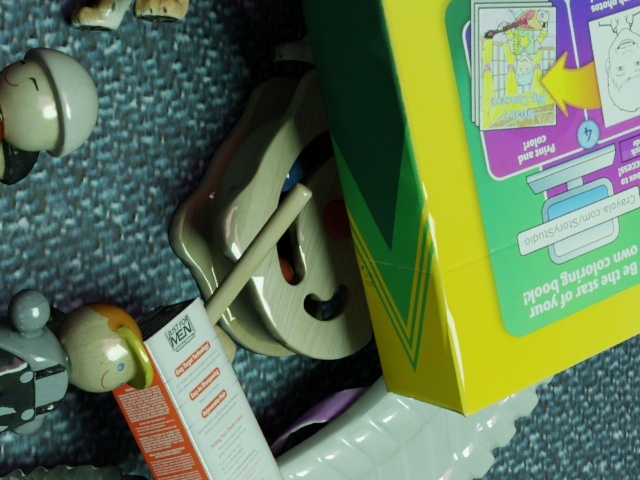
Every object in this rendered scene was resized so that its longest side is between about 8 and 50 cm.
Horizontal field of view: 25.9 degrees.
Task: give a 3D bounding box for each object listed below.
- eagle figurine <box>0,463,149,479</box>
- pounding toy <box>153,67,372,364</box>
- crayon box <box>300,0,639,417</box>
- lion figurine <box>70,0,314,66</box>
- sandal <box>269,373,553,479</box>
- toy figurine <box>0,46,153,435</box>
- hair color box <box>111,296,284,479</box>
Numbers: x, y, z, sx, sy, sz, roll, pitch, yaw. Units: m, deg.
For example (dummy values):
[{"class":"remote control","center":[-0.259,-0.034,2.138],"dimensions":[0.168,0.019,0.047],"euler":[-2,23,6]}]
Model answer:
[{"class":"eagle figurine","center":[-0.205,0.279,0.806],"dimensions":[0.225,0.226,0.298],"euler":[50,23,13]},{"class":"pounding toy","center":[0.000,0.000,0.987],"dimensions":[0.154,0.155,0.269],"euler":[41,66,-27]},{"class":"crayon box","center":[0.182,-0.092,0.967],"dimensions":[0.363,0.106,0.313],"euler":[-20,107,-29]},{"class":"lion figurine","center":[-0.046,-0.254,0.968],"dimensions":[0.392,0.142,0.240],"euler":[7,86,-39]},{"class":"sandal","center":[0.020,0.172,1.036],"dimensions":[0.416,0.102,0.169],"euler":[-38,127,-20]},{"class":"toy figurine","center":[-0.194,0.007,0.785],"dimensions":[0.148,0.213,0.209],"euler":[-17,91,-27]},{"class":"hair color box","center":[-0.079,0.115,0.876],"dimensions":[0.072,0.043,0.141],"euler":[-41,112,-58]}]
